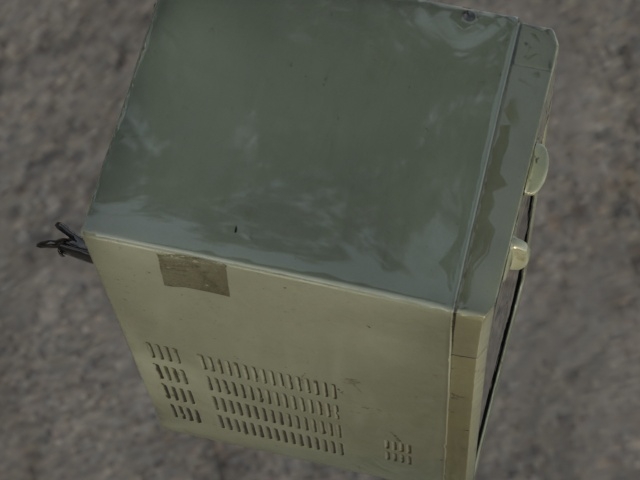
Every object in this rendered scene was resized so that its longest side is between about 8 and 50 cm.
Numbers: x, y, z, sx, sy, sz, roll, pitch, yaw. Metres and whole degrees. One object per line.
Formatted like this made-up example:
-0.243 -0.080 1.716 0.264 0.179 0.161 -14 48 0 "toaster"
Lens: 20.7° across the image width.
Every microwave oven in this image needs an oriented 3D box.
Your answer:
0.000 0.000 0.782 0.194 0.240 0.145 15 68 10 "microwave oven"
